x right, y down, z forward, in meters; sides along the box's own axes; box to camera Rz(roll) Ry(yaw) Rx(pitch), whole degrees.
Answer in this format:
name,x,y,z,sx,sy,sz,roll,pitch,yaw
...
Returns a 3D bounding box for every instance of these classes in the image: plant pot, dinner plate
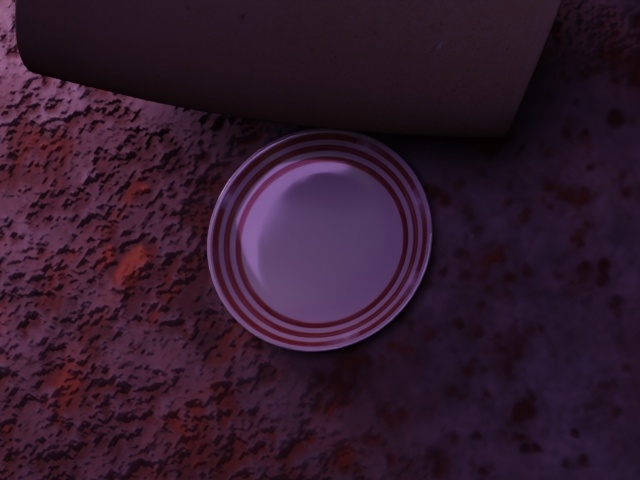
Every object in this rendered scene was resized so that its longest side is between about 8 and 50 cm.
name,x,y,z,sx,sy,sz,roll,pitch,yaw
plant pot,0.004,-0.169,0.958,0.274,0.256,0.256,21,80,4
dinner plate,0.000,0.000,1.011,0.141,0.017,0.141,-4,72,14
